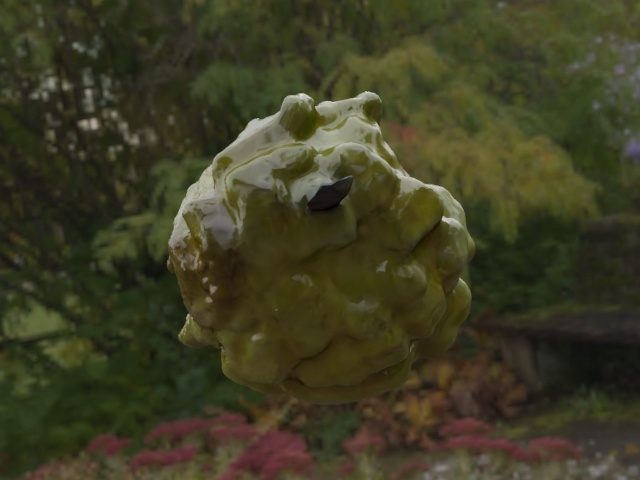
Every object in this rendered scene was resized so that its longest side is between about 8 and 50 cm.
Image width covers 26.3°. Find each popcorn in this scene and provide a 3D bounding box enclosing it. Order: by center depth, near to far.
[{"bbox_3d":[-0.001,0.004,0.732,0.173,0.174,0.142,-8,15,24],"label":"popcorn"}]
